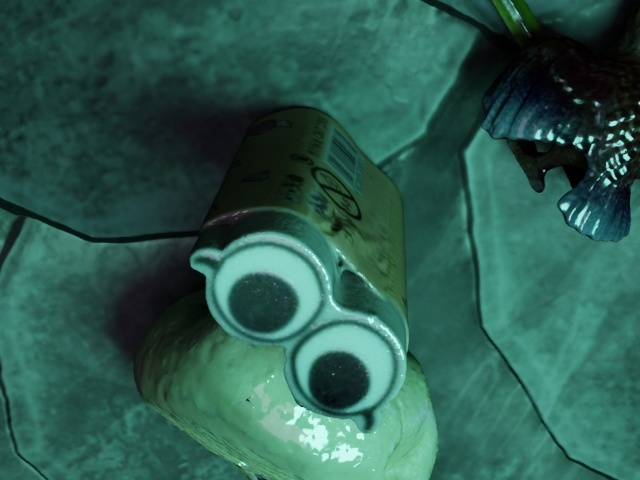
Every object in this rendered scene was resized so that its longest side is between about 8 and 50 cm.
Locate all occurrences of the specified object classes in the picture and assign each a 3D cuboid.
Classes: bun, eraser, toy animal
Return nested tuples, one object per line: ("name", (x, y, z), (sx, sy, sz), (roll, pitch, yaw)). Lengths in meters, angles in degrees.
("bun", (-0.023, 0.132, 0.871), (0.273, 0.273, 0.168), (29, 72, -8))
("eraser", (0.000, 0.000, 0.764), (0.087, 0.290, 0.171), (-41, 104, 18))
("toy animal", (0.243, -0.099, 0.800), (0.218, 0.116, 0.179), (22, 113, -17))

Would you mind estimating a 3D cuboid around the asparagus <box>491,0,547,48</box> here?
("asparagus", (0.124, -0.240, 0.801), (0.034, 0.027, 0.236), (-28, 108, 9))
